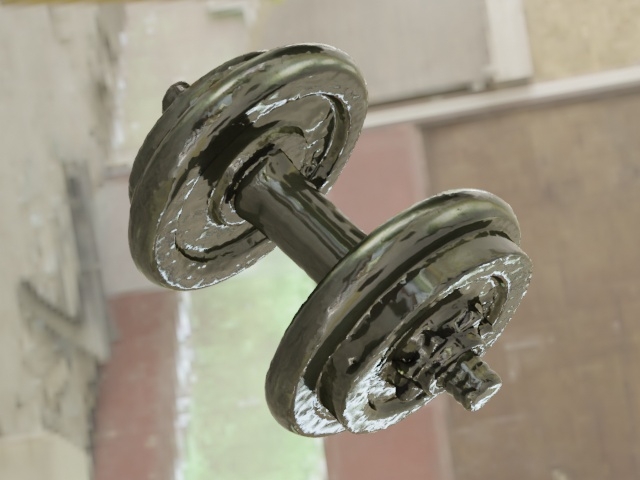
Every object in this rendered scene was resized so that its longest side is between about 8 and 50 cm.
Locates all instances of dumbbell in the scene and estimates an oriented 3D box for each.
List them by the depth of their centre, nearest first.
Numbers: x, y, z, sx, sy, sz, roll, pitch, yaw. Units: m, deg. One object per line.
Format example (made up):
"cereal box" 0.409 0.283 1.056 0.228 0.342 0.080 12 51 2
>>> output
"dumbbell" 0.000 0.000 1.078 0.290 0.192 0.192 45 -7 24
